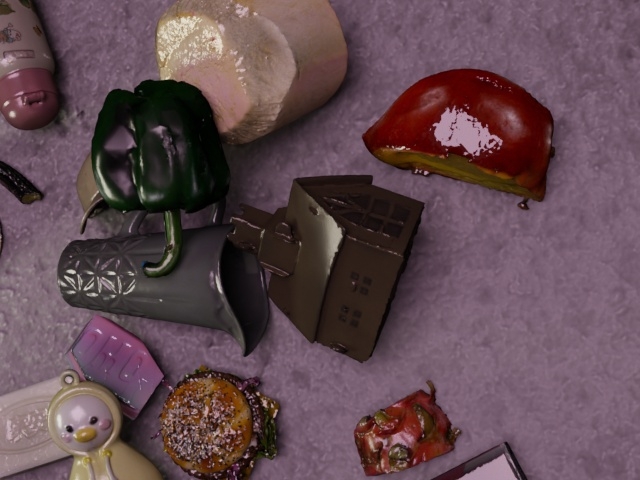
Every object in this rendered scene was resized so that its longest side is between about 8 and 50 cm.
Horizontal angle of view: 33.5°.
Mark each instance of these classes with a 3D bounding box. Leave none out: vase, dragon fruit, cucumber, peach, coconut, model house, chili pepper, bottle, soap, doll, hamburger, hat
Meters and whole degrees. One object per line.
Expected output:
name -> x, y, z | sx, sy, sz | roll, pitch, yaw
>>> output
vase -> -0.231, 0.039, 1.557 | 0.300, 0.156, 0.251 | 0, 86, 20
dragon fruit -> 0.108, 0.265, 1.455 | 0.147, 0.096, 0.102 | -30, 72, 6
cucumber -> -0.500, -0.103, 1.700 | 0.135, 0.033, 0.034 | 40, 55, 16
peach -> 0.194, -0.162, 1.475 | 0.267, 0.159, 0.154 | 16, 80, 18
coconut -> -0.092, -0.269, 1.523 | 0.239, 0.244, 0.239 | 20, 125, 31
model house -> 0.000, 0.000, 1.464 | 0.243, 0.204, 0.211 | 20, 128, 7
chili pepper -> -0.212, -0.083, 1.446 | 0.173, 0.165, 0.261 | 1, 110, 24
bottle -> -0.488, -0.295, 1.683 | 0.120, 0.120, 0.253 | -23, 77, 10
soap -> -0.427, 0.280, 1.606 | 0.183, 0.064, 0.121 | -20, 77, 9
doll -> -0.308, 0.320, 1.503 | 0.141, 0.117, 0.296 | -20, 106, 3
hamburger -> -0.151, 0.266, 1.522 | 0.189, 0.093, 0.164 | 11, 84, 14
soap -> -0.306, 0.182, 1.569 | 0.149, 0.056, 0.100 | 34, 60, 0
hat -> -0.318, -0.100, 1.585 | 0.166, 0.173, 0.144 | -30, 82, 7

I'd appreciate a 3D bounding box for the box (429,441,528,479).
box -> 0.180, 0.373, 1.435 | 0.224, 0.069, 0.120 | -28, 76, 10
